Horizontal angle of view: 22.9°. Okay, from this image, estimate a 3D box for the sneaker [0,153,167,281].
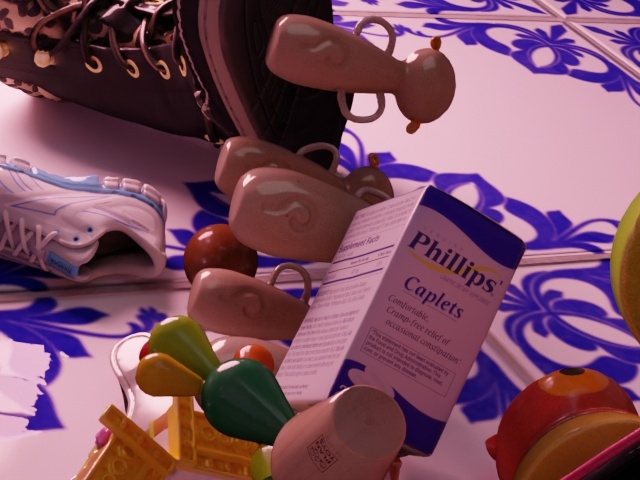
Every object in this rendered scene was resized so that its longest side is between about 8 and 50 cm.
[{"bbox_3d":[-0.193,-0.008,1.103,0.191,0.071,0.083,4,36,-20],"label":"sneaker"}]

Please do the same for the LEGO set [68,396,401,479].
[{"bbox_3d":[-0.088,0.156,0.840,0.287,0.107,0.132,-25,79,-49],"label":"LEGO set"}]

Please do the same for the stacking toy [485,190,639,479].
[{"bbox_3d":[0.264,0.079,0.958,0.309,0.279,0.130,8,15,-11],"label":"stacking toy"}]

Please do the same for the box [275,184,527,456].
[{"bbox_3d":[0.042,0.049,0.919,0.072,0.137,0.126,29,-13,-13],"label":"box"}]

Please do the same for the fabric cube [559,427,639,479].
[{"bbox_3d":[0.251,0.168,0.691,0.258,0.254,0.259,-21,75,-42],"label":"fabric cube"}]

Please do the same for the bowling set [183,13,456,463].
[{"bbox_3d":[0.000,0.000,1.075,0.154,0.287,0.200,14,-6,-14],"label":"bowling set"}]

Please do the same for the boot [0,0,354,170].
[{"bbox_3d":[-0.133,-0.161,1.219,0.284,0.138,0.377,17,-5,13],"label":"boot"}]

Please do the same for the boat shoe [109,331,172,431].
[{"bbox_3d":[-0.100,0.106,0.967,0.046,0.038,0.125,-27,37,-6],"label":"boat shoe"}]

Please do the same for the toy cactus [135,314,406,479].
[{"bbox_3d":[-0.020,0.115,0.720,0.112,0.180,0.219,-10,66,-27],"label":"toy cactus"}]
